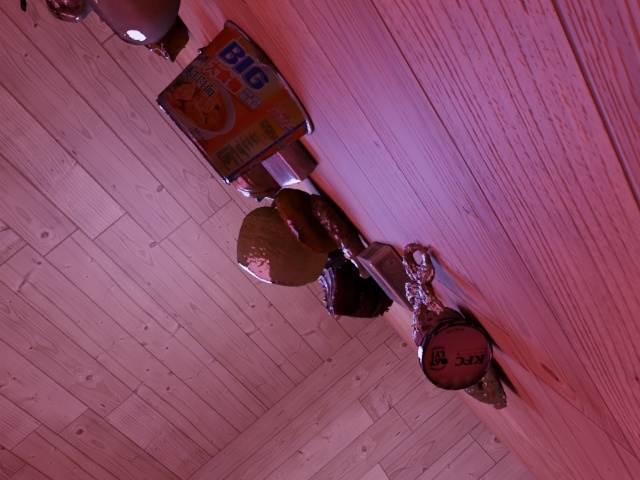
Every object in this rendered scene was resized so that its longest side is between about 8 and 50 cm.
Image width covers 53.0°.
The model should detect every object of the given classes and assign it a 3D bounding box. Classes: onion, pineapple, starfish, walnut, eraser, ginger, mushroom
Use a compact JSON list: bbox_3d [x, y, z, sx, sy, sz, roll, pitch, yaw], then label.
[{"bbox_3d":[0.136,0.154,2.413,0.314,0.280,0.146,-118,35,-56],"label":"onion"},{"bbox_3d":[0.000,0.000,2.351,0.278,0.158,0.158,54,179,23],"label":"pineapple"},{"bbox_3d":[0.192,0.088,1.250,0.150,0.053,0.209,54,157,35],"label":"starfish"},{"bbox_3d":[-0.203,-0.245,2.028,0.228,0.228,0.228,50,177,3],"label":"walnut"},{"bbox_3d":[-0.178,-0.316,1.681,0.397,0.082,0.213,50,163,-13],"label":"eraser"},{"bbox_3d":[0.068,-0.026,1.963,0.333,0.080,0.166,48,-164,14],"label":"ginger"},{"bbox_3d":[-0.442,-0.518,1.214,0.362,0.294,0.362,49,175,6],"label":"mushroom"}]

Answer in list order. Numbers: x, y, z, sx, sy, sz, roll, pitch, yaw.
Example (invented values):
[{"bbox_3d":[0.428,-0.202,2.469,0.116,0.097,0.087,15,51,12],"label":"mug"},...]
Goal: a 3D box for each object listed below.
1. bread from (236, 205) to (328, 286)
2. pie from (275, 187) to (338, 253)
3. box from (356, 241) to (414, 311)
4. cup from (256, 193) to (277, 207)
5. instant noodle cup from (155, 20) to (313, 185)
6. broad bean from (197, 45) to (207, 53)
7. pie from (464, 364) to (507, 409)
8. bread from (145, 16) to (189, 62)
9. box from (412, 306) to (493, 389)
[{"bbox_3d":[-0.130,0.021,2.184,0.320,0.237,0.320,24,-176,-2],"label":"bread"},{"bbox_3d":[-0.035,-0.069,2.044,0.273,0.069,0.273,34,-147,-26],"label":"pie"},{"bbox_3d":[0.186,0.089,1.692,0.164,0.069,0.256,50,178,-5],"label":"box"},{"bbox_3d":[-0.201,-0.245,2.246,0.299,0.173,0.167,48,176,22],"label":"cup"},{"bbox_3d":[-0.183,-0.265,1.324,0.296,0.214,0.296,49,177,3],"label":"instant noodle cup"},{"bbox_3d":[-0.326,-0.521,1.858,0.256,0.053,0.052,-150,58,-80],"label":"broad bean"},{"bbox_3d":[0.368,0.313,1.577,0.248,0.090,0.201,56,177,-34],"label":"pie"},{"bbox_3d":[-0.514,-0.666,1.994,0.246,0.135,0.232,48,177,33],"label":"bread"},{"bbox_3d":[0.271,0.217,1.361,0.151,0.151,0.135,51,-174,-18],"label":"box"}]
